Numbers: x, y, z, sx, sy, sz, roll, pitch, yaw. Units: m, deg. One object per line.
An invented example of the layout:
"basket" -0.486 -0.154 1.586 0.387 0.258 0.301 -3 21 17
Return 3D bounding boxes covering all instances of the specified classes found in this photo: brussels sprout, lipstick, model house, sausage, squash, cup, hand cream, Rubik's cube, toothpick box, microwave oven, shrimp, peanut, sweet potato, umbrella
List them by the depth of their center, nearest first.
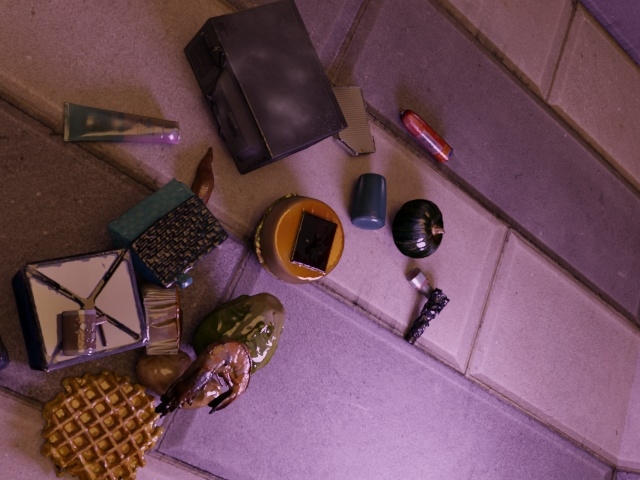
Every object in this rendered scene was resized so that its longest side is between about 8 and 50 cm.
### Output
"cup" -0.534 0.208 1.378 0.074 0.102 0.099 -4 81 7
"Rubik's cube" -0.598 0.169 1.525 0.254 0.259 0.260 -13 90 -34
"shrimp" -0.296 0.387 1.631 0.289 0.075 0.178 -47 116 -8
"model house" -0.380 0.009 1.644 0.241 0.226 0.261 36 59 19
"peanut" -0.389 0.386 1.694 0.137 0.122 0.253 -44 111 4
"hand cream" -0.560 -0.325 1.741 0.312 0.070 0.111 0 85 -28
"brussels sprout" -0.221 0.268 1.755 0.271 0.210 0.219 -42 91 2
"sweet potato" -0.348 -0.185 1.850 0.068 0.068 0.226 18 72 -28
"microwave oven" -0.175 -0.469 1.900 0.374 0.236 0.432 -27 97 -32
"toothpick box" 0.173 -0.139 2.134 0.120 0.120 0.184 16 72 -29
"squash" 0.353 -0.043 2.197 0.218 0.172 0.218 4 83 -31
"umbrella" 0.379 0.276 2.200 0.080 0.071 0.224 42 81 -26
"lipstick" 0.392 0.185 2.259 0.063 0.057 0.186 -43 113 -1
"sausage" 0.394 -0.409 2.343 0.274 0.074 0.074 39 64 -20

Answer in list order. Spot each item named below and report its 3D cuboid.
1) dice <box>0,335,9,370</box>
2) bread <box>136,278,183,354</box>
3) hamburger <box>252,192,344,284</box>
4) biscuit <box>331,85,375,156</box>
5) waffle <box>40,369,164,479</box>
"dice" -0.838 0.245 1.408 0.181 0.183 0.183 -23 96 -34
"bread" -0.434 0.201 1.647 0.109 0.209 0.192 -3 94 -23
"hamburger" -0.070 -0.005 1.925 0.300 0.176 0.301 2 86 -28
"biscuit" 0.103 -0.419 2.175 0.150 0.052 0.253 -13 88 -29
"waffle" -0.573 0.492 1.604 0.329 0.062 0.330 5 80 -32
